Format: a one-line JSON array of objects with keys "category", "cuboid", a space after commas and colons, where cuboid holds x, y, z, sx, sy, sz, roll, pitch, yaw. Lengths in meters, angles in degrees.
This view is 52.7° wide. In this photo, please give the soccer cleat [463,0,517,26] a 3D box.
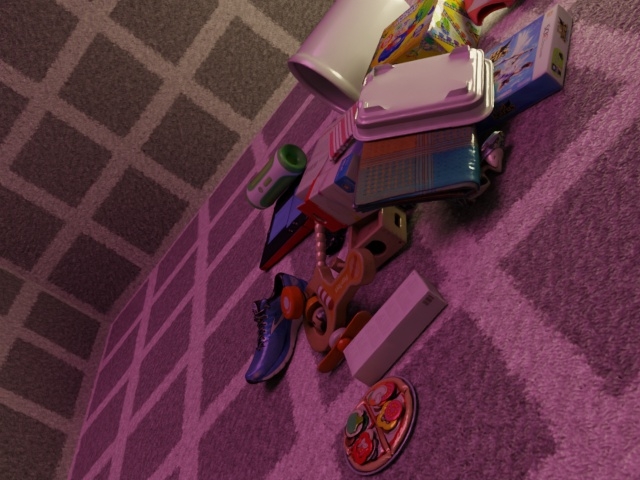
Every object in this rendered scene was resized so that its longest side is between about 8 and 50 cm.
[{"category": "soccer cleat", "cuboid": [0.546, -0.714, 1.785, 0.318, 0.108, 0.117, -22, 74, 36]}]

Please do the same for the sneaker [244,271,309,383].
[{"category": "sneaker", "cuboid": [-0.140, 0.234, 1.766, 0.129, 0.147, 0.330, -24, 38, 53]}]

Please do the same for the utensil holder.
[{"category": "utensil holder", "cuboid": [0.122, -0.688, 2.319, 0.385, 0.327, 0.327, -55, 21, -4]}]

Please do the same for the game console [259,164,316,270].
[{"category": "game console", "cuboid": [-0.090, -0.111, 2.283, 0.342, 0.060, 0.387, -39, 26, 35]}]

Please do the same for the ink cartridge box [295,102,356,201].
[{"category": "ink cartridge box", "cuboid": [0.068, -0.259, 2.059, 0.226, 0.131, 0.306, -32, 29, 47]}]

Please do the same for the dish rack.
[{"category": "dish rack", "cuboid": [0.239, -0.363, 1.545, 0.332, 0.072, 0.286, -7, 42, 21]}]

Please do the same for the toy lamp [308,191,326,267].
[{"category": "toy lamp", "cuboid": [0.000, 0.000, 1.726, 0.080, 0.080, 0.275, -15, 78, 59]}]

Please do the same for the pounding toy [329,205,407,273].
[{"category": "pounding toy", "cuboid": [0.118, 0.024, 1.597, 0.206, 0.094, 0.181, -44, 25, 33]}]

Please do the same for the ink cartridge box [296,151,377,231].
[{"category": "ink cartridge box", "cuboid": [0.057, -0.112, 1.605, 0.231, 0.134, 0.078, -28, 35, 53]}]

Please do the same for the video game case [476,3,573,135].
[{"category": "video game case", "cuboid": [0.458, -0.397, 1.535, 0.269, 0.061, 0.244, -28, 33, 50]}]

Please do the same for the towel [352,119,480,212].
[{"category": "towel", "cuboid": [0.220, -0.208, 1.462, 0.271, 0.040, 0.370, -8, 42, 18]}]

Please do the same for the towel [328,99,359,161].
[{"category": "towel", "cuboid": [0.087, -0.310, 1.747, 0.197, 0.029, 0.144, -47, 22, 28]}]

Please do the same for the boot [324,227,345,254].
[{"category": "boot", "cuboid": [0.027, -0.001, 1.901, 0.121, 0.045, 0.099, -32, 37, 49]}]

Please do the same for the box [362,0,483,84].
[{"category": "box", "cuboid": [0.312, -0.577, 1.950, 0.290, 0.177, 0.279, -29, 33, 49]}]

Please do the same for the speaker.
[{"category": "speaker", "cuboid": [-0.169, -0.233, 2.415, 0.296, 0.131, 0.131, -42, 24, 46]}]

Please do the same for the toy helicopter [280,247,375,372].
[{"category": "toy helicopter", "cuboid": [0.039, 0.148, 1.487, 0.355, 0.140, 0.235, 122, 139, -49]}]

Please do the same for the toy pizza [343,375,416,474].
[{"category": "toy pizza", "cuboid": [0.105, 0.347, 1.237, 0.201, 0.032, 0.201, -45, 24, 26]}]

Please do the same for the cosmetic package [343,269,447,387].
[{"category": "cosmetic package", "cuboid": [0.151, 0.183, 1.340, 0.239, 0.060, 0.099, -50, 24, 12]}]

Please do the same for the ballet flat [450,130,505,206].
[{"category": "ballet flat", "cuboid": [0.357, -0.150, 1.408, 0.188, 0.070, 0.070, -55, 21, 7]}]

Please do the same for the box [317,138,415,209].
[{"category": "box", "cuboid": [0.161, -0.230, 1.761, 0.296, 0.182, 0.294, -15, 47, 60]}]
